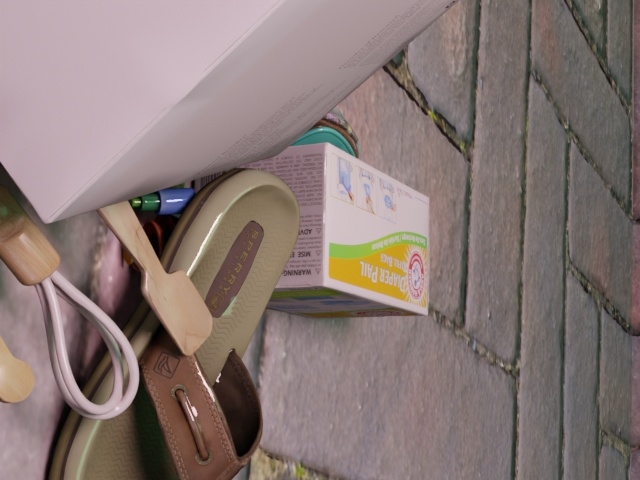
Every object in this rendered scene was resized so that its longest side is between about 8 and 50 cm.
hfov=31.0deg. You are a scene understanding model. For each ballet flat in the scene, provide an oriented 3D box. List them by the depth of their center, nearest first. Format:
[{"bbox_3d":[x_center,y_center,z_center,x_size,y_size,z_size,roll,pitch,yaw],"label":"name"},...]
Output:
[{"bbox_3d":[-0.033,-0.102,0.910,0.221,0.077,0.079,18,51,-61],"label":"ballet flat"}]

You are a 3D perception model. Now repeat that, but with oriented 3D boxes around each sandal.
[{"bbox_3d":[-0.078,0.095,0.722,0.120,0.086,0.303,37,73,-57],"label":"sandal"}]

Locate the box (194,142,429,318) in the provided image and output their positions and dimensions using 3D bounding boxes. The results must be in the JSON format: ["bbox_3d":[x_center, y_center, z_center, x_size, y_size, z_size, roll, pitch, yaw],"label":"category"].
[{"bbox_3d":[0.000,0.000,0.903,0.203,0.114,0.103,21,69,-62],"label":"box"}]

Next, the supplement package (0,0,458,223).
[{"bbox_3d":[-0.066,-0.162,0.608,0.198,0.199,0.263,53,24,5],"label":"supplement package"}]

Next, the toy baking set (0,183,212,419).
[{"bbox_3d":[-0.169,0.008,0.606,0.256,0.030,0.196,-9,91,-47],"label":"toy baking set"}]

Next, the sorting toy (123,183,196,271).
[{"bbox_3d":[-0.113,-0.021,0.763,0.042,0.061,0.102,-2,80,-29],"label":"sorting toy"}]
